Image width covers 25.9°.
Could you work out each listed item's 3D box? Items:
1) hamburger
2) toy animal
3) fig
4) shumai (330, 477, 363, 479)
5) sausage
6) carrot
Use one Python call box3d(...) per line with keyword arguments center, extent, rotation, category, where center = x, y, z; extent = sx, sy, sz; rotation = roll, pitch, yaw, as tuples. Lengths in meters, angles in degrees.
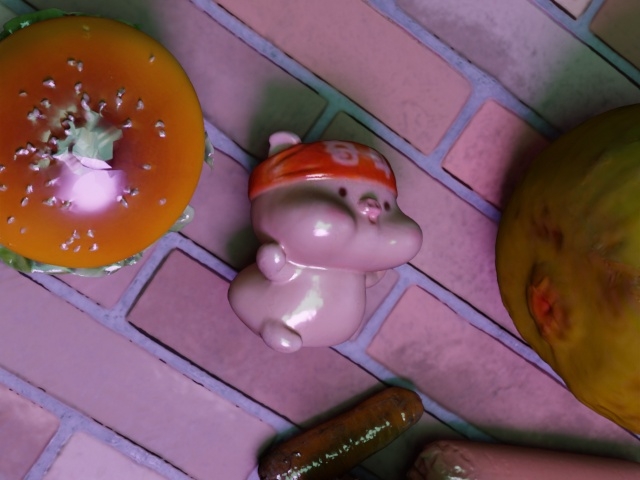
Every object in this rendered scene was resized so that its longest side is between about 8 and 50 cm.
box3d(center=(-0.209, -0.081, 1.213), extent=(0.246, 0.170, 0.246), rotation=(-3, 100, -15), category="hamburger")
box3d(center=(0.000, 0.000, 1.301), extent=(0.171, 0.171, 0.197), rotation=(12, 102, -18), category="toy animal")
box3d(center=(0.354, 0.013, 1.329), extent=(0.343, 0.343, 0.343), rotation=(-3, 102, -15), category="fig")
box3d(center=(0.061, 0.359, 1.339), extent=(0.225, 0.260, 0.222), rotation=(15, 73, 7), category="shumai")
box3d(center=(0.228, 0.260, 1.455), extent=(0.289, 0.086, 0.086), rotation=(9, 99, -17), category="sausage")
box3d(center=(0.023, 0.205, 1.400), extent=(0.186, 0.060, 0.060), rotation=(-26, 108, -13), category="carrot")
